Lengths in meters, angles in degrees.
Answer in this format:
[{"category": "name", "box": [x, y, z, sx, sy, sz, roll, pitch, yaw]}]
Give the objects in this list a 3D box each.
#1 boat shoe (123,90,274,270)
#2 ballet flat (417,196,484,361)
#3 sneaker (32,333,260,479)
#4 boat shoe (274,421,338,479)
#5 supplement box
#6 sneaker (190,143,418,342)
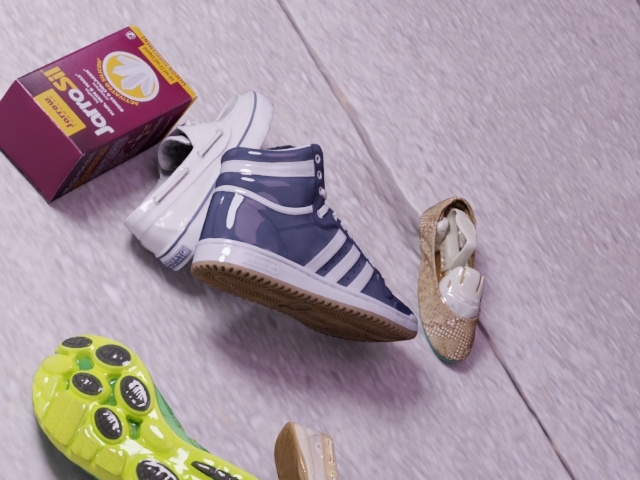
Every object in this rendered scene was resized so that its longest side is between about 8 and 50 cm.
[{"category": "boat shoe", "box": [-0.121, -0.081, 1.972, 0.084, 0.095, 0.258, 38, 39, -12]}, {"category": "ballet flat", "box": [0.142, 0.033, 2.106, 0.073, 0.067, 0.206, 18, 46, -27]}, {"category": "sneaker", "box": [-0.145, 0.200, 1.706, 0.109, 0.123, 0.295, -39, 65, -19]}, {"category": "boat shoe", "box": [0.002, 0.242, 1.809, 0.059, 0.063, 0.170, 10, 48, -25]}, {"category": "supplement box", "box": [-0.225, -0.128, 1.938, 0.104, 0.081, 0.188, 48, 40, 6]}, {"category": "sneaker", "box": [0.000, 0.000, 1.932, 0.282, 0.099, 0.153, 24, 66, -40]}]
